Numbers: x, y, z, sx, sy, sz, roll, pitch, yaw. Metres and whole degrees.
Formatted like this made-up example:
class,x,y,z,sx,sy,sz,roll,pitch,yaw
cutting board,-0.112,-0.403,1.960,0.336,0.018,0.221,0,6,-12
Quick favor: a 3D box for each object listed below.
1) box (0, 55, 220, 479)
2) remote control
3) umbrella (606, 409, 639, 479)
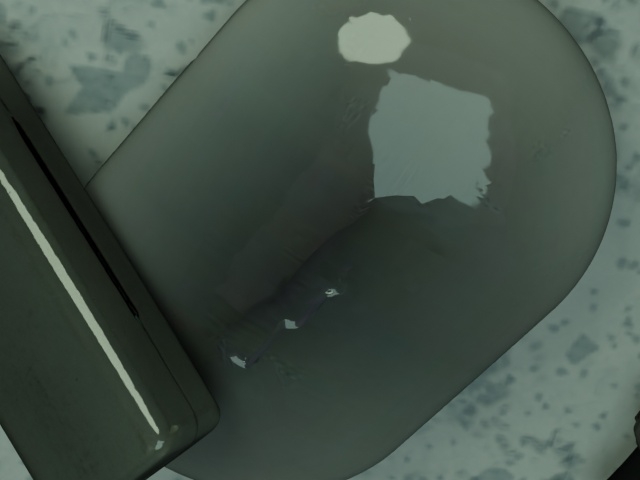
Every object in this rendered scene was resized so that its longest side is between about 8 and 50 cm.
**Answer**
class,x,y,z,sx,sy,sz,roll,pitch,yaw
box,-0.151,0.016,0.693,0.103,0.055,0.244,-39,80,34
remote control,0.000,0.000,0.715,0.221,0.103,0.332,42,111,-6
umbrella,0.262,0.043,0.745,0.073,0.067,0.337,35,113,0
